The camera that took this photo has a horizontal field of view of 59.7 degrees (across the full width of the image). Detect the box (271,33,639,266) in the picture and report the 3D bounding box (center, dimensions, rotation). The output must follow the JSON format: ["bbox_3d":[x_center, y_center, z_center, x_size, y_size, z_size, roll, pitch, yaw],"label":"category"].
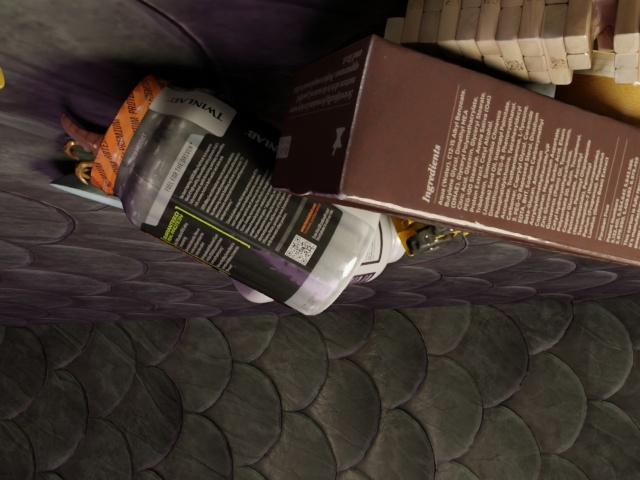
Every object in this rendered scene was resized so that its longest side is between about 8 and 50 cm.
[{"bbox_3d":[0.162,-0.075,0.580,0.381,0.143,0.191,9,-176,-23],"label":"box"}]

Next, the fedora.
[{"bbox_3d":[0.314,-0.158,0.611,0.194,0.079,0.194,15,-168,-3],"label":"fedora"}]

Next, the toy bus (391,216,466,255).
[{"bbox_3d":[0.235,-0.081,0.918,0.211,0.149,0.220,-12,164,-14],"label":"toy bus"}]

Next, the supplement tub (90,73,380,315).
[{"bbox_3d":[-0.100,-0.057,0.691,0.316,0.193,0.193,29,156,-12],"label":"supplement tub"}]

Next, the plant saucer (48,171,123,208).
[{"bbox_3d":[-0.343,-0.079,0.926,0.195,0.037,0.195,16,175,2],"label":"plant saucer"}]

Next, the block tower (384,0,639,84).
[{"bbox_3d":[0.225,-0.186,0.451,0.335,0.097,0.091,8,174,30],"label":"block tower"}]

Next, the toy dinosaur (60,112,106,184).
[{"bbox_3d":[-0.322,-0.138,0.799,0.112,0.064,0.211,-22,159,21],"label":"toy dinosaur"}]

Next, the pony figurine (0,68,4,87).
[{"bbox_3d":[-0.500,-0.150,0.398,0.363,0.303,0.351,-18,172,2],"label":"pony figurine"}]

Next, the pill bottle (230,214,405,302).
[{"bbox_3d":[0.000,0.000,1.009,0.323,0.181,0.181,-8,170,-35],"label":"pill bottle"}]
